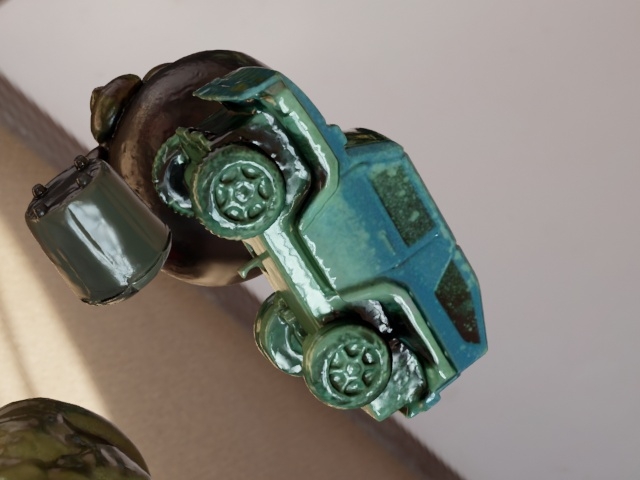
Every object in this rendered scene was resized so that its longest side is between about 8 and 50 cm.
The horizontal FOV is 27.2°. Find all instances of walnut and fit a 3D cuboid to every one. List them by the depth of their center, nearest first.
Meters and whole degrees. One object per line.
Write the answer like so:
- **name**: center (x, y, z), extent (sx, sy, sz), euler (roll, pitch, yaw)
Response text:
- **walnut**: center (-0.340, 0.335, 1.644), extent (0.276, 0.282, 0.253), euler (17, 62, -21)

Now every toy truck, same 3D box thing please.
- **toy truck**: center (0.000, 0.000, 0.983), extent (0.279, 0.156, 0.155), euler (59, -12, -17)

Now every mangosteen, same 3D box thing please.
- **mangosteen**: center (-0.148, -0.084, 1.620), extent (0.297, 0.313, 0.297), euler (172, -90, -86)

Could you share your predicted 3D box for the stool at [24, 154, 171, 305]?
- **stool**: center (-0.184, -0.008, 1.089), extent (0.110, 0.096, 0.096), euler (54, 22, -27)
